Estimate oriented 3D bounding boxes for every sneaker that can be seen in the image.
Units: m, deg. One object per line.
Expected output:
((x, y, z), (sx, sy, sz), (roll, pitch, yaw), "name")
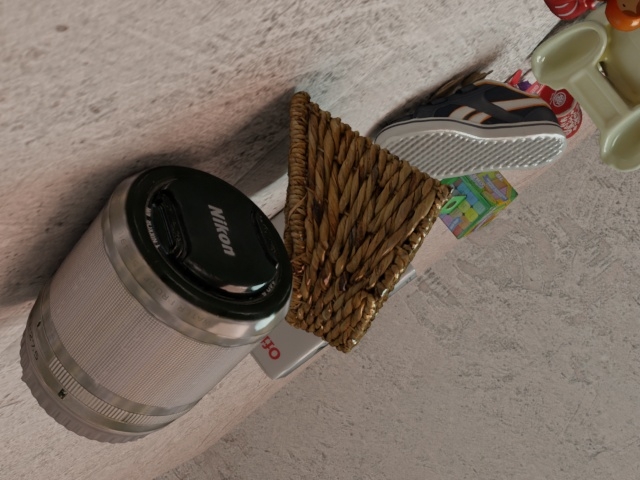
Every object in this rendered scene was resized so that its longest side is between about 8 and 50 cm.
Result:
((0.232, -0.182, 1.472), (0.321, 0.127, 0.126), (-2, 145, -16), "sneaker")

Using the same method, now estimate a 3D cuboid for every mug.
((0.532, -0.280, 2.018), (0.113, 0.150, 0.169), (-10, 170, 13), "mug")

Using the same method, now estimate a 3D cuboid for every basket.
((0.000, 0.000, 1.132), (0.213, 0.223, 0.299), (-56, 175, -15), "basket")

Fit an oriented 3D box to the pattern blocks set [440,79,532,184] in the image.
((0.344, -0.224, 1.916), (0.285, 0.026, 0.325), (-30, 163, -29), "pattern blocks set")

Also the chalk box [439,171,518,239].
((0.364, -0.100, 2.221), (0.213, 0.132, 0.132), (-24, 162, -51), "chalk box")

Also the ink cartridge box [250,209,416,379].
((-0.019, 0.060, 1.478), (0.289, 0.211, 0.121), (-37, 170, 2), "ink cartridge box")

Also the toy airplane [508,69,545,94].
((0.386, -0.278, 1.755), (0.151, 0.028, 0.151), (-35, 149, -25), "toy airplane")

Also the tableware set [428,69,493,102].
((0.216, -0.232, 1.527), (0.141, 0.020, 0.168), (-31, 167, -31), "tableware set")

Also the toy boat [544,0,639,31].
((0.399, -0.356, 1.260), (0.151, 0.151, 0.231), (-42, 168, 18), "toy boat")

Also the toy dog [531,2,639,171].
((0.646, -0.386, 1.681), (0.408, 0.284, 0.395), (-34, 165, -42), "toy dog")

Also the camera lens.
((-0.179, 0.070, 0.989), (0.274, 0.219, 0.219), (-46, 166, 33), "camera lens")
